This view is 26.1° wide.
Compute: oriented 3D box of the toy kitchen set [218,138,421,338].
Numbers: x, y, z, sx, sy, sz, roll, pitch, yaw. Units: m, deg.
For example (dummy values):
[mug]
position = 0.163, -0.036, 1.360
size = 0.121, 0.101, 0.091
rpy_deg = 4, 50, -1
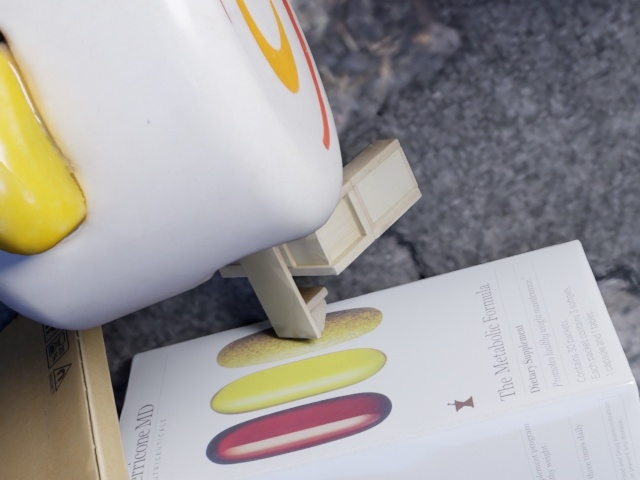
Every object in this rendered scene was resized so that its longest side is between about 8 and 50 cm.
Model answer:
[toy kitchen set]
position = 0.000, 0.000, 0.686
size = 0.083, 0.075, 0.068
rpy_deg = -2, 121, 45

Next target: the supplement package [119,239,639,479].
[supplement package]
position = 0.034, 0.115, 0.682
size = 0.244, 0.139, 0.134
rpy_deg = -15, 117, 6

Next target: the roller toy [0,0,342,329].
[roller toy]
position = -0.090, -0.065, 0.560
size = 0.146, 0.209, 0.191
rpy_deg = -24, 147, 12

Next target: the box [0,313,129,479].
[box]
position = -0.154, 0.129, 0.654
size = 0.021, 0.201, 0.164
rpy_deg = 32, 113, -35
